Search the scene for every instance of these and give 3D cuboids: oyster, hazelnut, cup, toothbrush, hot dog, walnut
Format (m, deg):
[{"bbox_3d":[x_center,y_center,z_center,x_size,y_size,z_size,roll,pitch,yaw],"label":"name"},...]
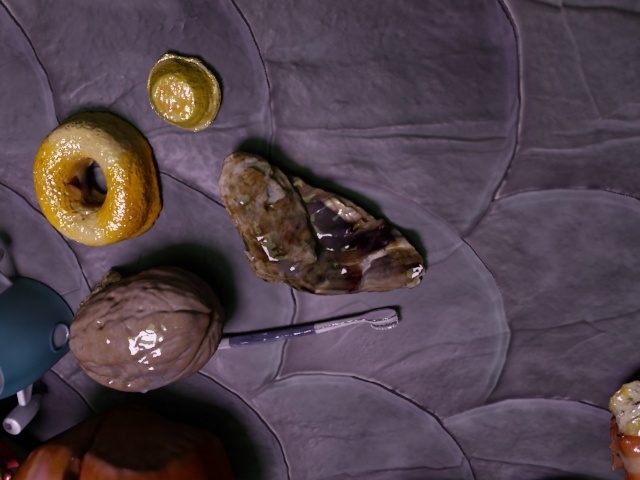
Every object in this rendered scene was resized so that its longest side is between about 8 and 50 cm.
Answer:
[{"bbox_3d":[-0.328,0.072,1.000,0.083,0.081,0.038,-25,82,-13],"label":"oyster"},{"bbox_3d":[-0.293,0.427,1.003,0.372,0.372,0.315,37,154,-4],"label":"hazelnut"},{"bbox_3d":[-0.487,0.162,1.019,0.167,0.173,0.300,2,114,14],"label":"cup"},{"bbox_3d":[0.001,-0.004,0.878,0.294,0.094,0.166,15,108,0],"label":"oyster"},{"bbox_3d":[-0.026,0.131,0.978,0.288,0.024,0.026,-11,124,17],"label":"toothbrush"},{"bbox_3d":[0.453,0.264,0.883,0.146,0.103,0.213,-2,105,37],"label":"hot dog"},{"bbox_3d":[-0.245,0.126,0.945,0.230,0.178,0.178,-17,109,14],"label":"walnut"}]

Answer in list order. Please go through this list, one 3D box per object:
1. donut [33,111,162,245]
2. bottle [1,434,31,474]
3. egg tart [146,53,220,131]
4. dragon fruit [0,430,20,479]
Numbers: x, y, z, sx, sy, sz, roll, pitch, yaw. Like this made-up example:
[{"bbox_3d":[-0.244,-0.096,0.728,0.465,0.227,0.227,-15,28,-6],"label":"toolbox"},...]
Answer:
[{"bbox_3d":[-0.308,-0.076,0.924,0.174,0.074,0.190,18,116,6],"label":"donut"},{"bbox_3d":[-0.507,0.463,1.165,0.347,0.168,0.168,35,117,-6],"label":"bottle"},{"bbox_3d":[-0.179,-0.185,0.864,0.105,0.039,0.105,6,116,12],"label":"egg tart"},{"bbox_3d":[-0.546,0.342,1.015,0.172,0.166,0.160,16,121,-18],"label":"dragon fruit"}]
